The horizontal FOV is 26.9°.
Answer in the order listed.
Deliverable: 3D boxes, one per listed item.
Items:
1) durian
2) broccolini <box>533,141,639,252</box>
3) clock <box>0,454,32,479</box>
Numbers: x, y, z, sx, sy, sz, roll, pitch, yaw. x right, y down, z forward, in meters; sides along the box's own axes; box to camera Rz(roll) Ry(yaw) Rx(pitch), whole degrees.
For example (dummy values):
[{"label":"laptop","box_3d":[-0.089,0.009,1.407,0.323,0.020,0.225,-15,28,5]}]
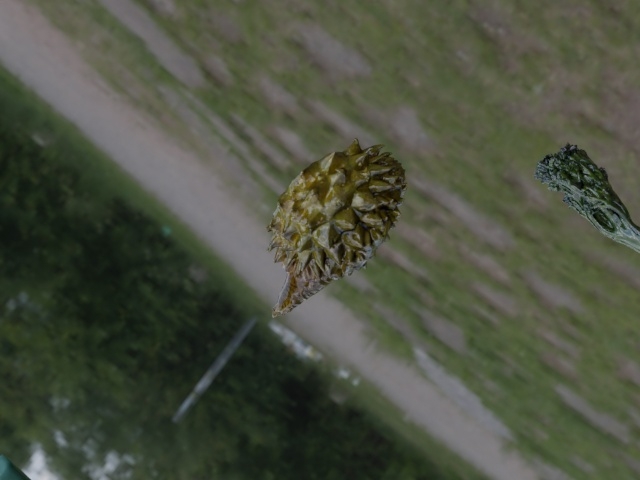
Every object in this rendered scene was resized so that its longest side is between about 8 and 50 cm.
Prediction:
[{"label":"durian","box_3d":[0.011,0.007,1.352,0.140,0.224,0.078,0,-142,-41]},{"label":"broccolini","box_3d":[0.276,0.008,1.116,0.239,0.051,0.054,45,143,15]},{"label":"clock","box_3d":[-0.318,0.303,1.285,0.231,0.116,0.262,7,142,40]}]
